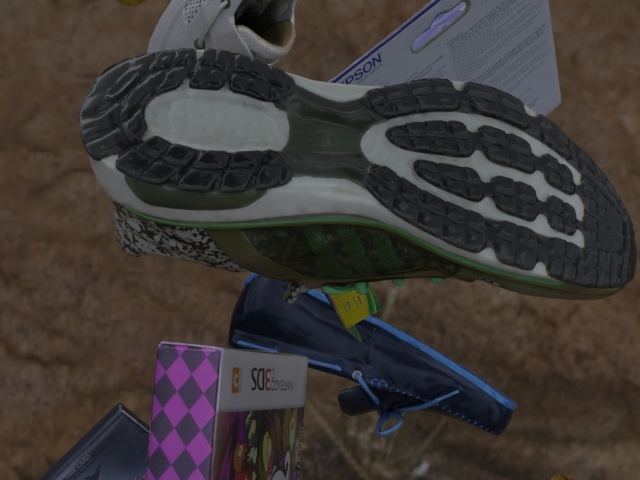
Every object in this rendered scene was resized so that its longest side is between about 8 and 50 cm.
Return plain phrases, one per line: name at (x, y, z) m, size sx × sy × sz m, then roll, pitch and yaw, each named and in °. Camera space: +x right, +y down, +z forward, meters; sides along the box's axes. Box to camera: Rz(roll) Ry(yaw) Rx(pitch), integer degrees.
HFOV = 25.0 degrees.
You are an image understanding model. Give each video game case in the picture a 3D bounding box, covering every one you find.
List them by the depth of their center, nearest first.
video game case at (-0.054, 0.175, 0.815) m, size 0.042 × 0.210 × 0.232 m, roll 3°, pitch 84°, yaw 12°
video game case at (-0.193, 0.325, 1.590) m, size 0.196 × 0.274 × 0.026 m, roll -44°, pitch 28°, yaw 4°

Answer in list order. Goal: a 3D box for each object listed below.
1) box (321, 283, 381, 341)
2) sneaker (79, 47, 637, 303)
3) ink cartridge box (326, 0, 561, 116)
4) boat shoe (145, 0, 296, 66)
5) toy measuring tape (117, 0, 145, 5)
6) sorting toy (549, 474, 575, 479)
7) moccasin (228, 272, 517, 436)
box at (0.000, 0.000, 1.301) m, size 0.043 × 0.179 × 0.105 m, roll -27°, pitch 33°, yaw -5°
sneaker at (0.026, -0.020, 1.068) m, size 0.411 × 0.182 × 0.158 m, roll 13°, pitch 56°, yaw -4°
ink cartridge box at (0.143, -0.188, 1.731) m, size 0.324 × 0.330 × 0.071 m, roll -39°, pitch 53°, yaw -14°
boat shoe at (-0.068, -0.183, 1.219) m, size 0.096 × 0.277 × 0.098 m, roll 45°, pitch 42°, yaw 20°
toy measuring tape at (-0.140, -0.360, 1.307) m, size 0.121 × 0.330 × 0.121 m, roll 16°, pitch 37°, yaw -13°
sorting toy at (0.309, 0.308, 1.725) m, size 0.102 × 0.042 × 0.061 m, roll 7°, pitch 52°, yaw 30°
moccasin at (0.054, 0.150, 1.654) m, size 0.342 × 0.138 × 0.116 m, roll 25°, pitch 85°, yaw 18°
